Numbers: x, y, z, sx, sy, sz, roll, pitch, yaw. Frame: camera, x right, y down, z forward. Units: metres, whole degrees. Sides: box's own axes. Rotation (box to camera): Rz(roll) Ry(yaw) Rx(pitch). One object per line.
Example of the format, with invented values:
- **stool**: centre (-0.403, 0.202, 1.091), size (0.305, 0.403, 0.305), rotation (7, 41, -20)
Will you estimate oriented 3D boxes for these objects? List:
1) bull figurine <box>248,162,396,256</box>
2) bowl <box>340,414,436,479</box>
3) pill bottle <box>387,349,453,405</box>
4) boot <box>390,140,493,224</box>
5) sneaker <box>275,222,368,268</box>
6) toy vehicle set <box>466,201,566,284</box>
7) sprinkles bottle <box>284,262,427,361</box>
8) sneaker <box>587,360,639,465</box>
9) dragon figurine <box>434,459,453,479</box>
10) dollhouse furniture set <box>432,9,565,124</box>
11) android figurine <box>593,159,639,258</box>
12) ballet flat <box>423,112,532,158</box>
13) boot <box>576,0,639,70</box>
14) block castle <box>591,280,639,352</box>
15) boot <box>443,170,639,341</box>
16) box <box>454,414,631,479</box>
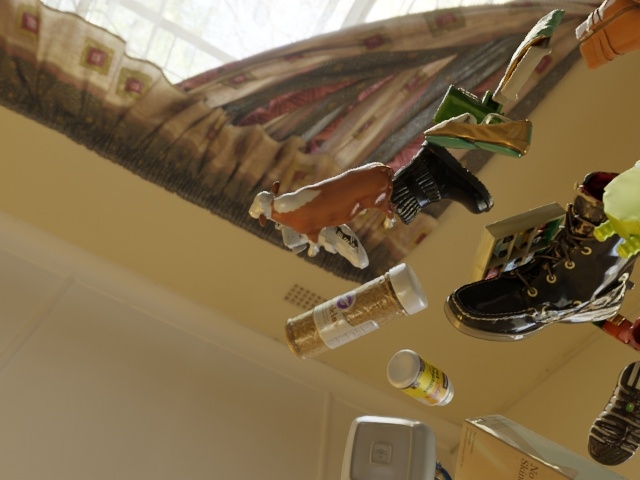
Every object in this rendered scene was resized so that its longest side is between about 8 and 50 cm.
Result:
- **bull figurine**: centre (0.012, -0.065, 1.060), size (0.188, 0.310, 0.101), rotation (60, -164, -57)
- **bowl**: centre (0.098, 0.329, 0.767), size (0.142, 0.053, 0.142), rotation (-2, -131, 22)
- **pill bottle**: centre (0.307, 0.422, 1.540), size (0.215, 0.117, 0.117), rotation (36, -153, -31)
- **boot**: centre (0.378, -0.137, 1.685), size (0.348, 0.260, 0.131), rotation (40, -179, -15)
- **sneaker**: centre (0.000, 0.000, 1.823), size (0.366, 0.210, 0.137), rotation (50, -179, 21)
- **toy vehicle set**: centre (0.389, 0.049, 1.050), size (0.165, 0.267, 0.035), rotation (-18, -130, -13)
- **sprinkles bottle**: centre (0.085, 0.184, 1.281), size (0.121, 0.355, 0.121), rotation (55, -163, -25)
- **sneaker**: centre (0.781, 0.432, 1.306), size (0.106, 0.282, 0.162), rotation (28, -167, 28)
- **dragon figurine**: centre (0.442, 0.715, 1.492), size (0.288, 0.085, 0.144), rotation (-2, -151, -2)
- **dollhouse furniture set**: centre (0.424, -0.417, 1.237), size (0.151, 0.302, 0.198), rotation (29, -126, 4)
- **android figurine**: centre (0.454, -0.073, 0.591), size (0.056, 0.272, 0.248), rotation (50, -166, -13)
- **ballet flat**: centre (0.307, -0.211, 0.995), size (0.080, 0.073, 0.232), rotation (18, -177, -43)
- **boot**: centre (0.498, -0.320, 0.821), size (0.072, 0.152, 0.197), rotation (14, -116, -23)
- **block castle**: centre (0.797, 0.095, 1.338), size (0.212, 0.303, 0.453), rotation (28, -171, -17)
- **boot**: centre (0.418, 0.031, 0.897), size (0.376, 0.284, 0.138), rotation (-3, -140, -13)
- **box**: centre (0.424, 0.471, 0.989), size (0.121, 0.148, 0.311), rotation (6, -178, -32)
